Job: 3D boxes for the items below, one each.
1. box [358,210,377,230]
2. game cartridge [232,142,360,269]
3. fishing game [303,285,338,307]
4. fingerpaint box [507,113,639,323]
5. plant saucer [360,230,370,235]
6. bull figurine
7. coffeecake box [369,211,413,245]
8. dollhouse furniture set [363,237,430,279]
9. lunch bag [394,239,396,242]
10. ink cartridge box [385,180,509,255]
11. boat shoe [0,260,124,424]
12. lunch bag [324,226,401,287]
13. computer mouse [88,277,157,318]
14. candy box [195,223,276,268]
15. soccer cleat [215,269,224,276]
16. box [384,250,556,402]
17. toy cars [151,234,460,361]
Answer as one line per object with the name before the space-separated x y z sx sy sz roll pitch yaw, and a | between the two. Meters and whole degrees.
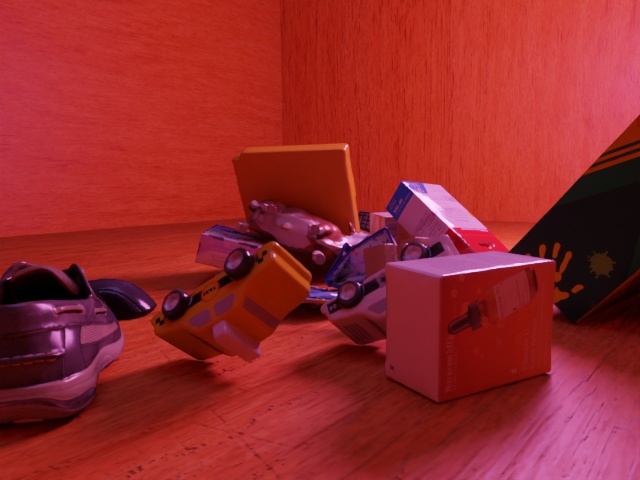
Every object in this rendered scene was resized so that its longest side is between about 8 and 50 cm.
box | 0.243 -0.022 1.627 0.216 0.060 0.270 19 0 -16
game cartridge | -0.049 -0.073 1.302 0.285 0.324 0.053 2 31 19
fishing game | -0.028 0.100 0.940 0.189 0.041 0.264 6 -1 -10
fingerpaint box | 0.579 -0.072 0.888 0.444 0.371 0.163 -7 51 -42
plant saucer | 0.000 0.000 1.601 0.400 0.101 0.400 -1 6 0
bull figurine | -0.031 -0.016 1.192 0.310 0.101 0.188 17 5 12
coffeecake box | 0.166 0.007 1.292 0.068 0.142 0.185 -2 6 -5
dollhouse furniture set | 0.167 0.070 0.820 0.123 0.144 0.151 1 -11 -37
lunch bag | 0.135 0.047 1.157 0.067 0.098 0.065 2 24 3
ink cartridge box | 0.259 -0.024 1.112 0.134 0.078 0.231 1 39 -40
boat shoe | -0.301 0.088 0.627 0.132 0.130 0.355 -3 6 -20
lunch bag | 0.083 0.048 1.046 0.151 0.096 0.129 -32 -13 4
computer mouse | -0.416 0.099 0.882 0.262 0.060 0.184 0 5 9
candy box | -0.183 0.023 1.240 0.164 0.070 0.196 14 6 -3
soccer cleat | -0.205 0.076 1.235 0.035 0.029 0.083 8 14 31
box | 0.164 0.086 0.593 0.170 0.130 0.091 -5 9 -30
toy cars | 0.002 0.086 0.643 0.393 0.176 0.087 -3 43 -15
